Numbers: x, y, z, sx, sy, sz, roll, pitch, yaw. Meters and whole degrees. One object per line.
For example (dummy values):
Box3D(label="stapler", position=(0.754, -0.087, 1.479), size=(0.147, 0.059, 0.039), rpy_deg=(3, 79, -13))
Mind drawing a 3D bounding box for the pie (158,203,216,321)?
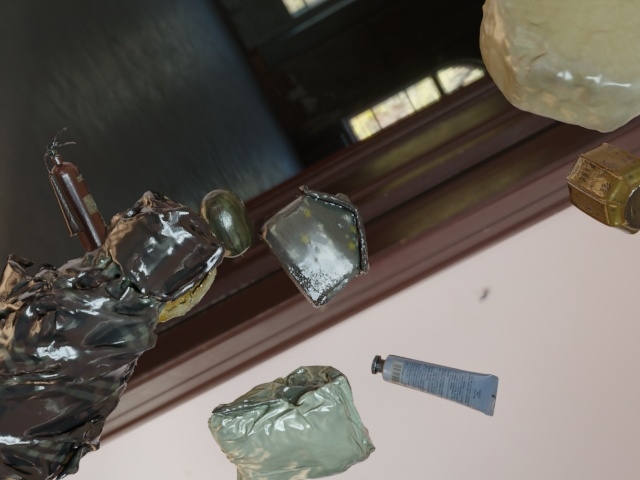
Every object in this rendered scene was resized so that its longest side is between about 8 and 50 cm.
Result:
Box3D(label="pie", position=(-0.333, 0.050, 1.870), size=(0.055, 0.274, 0.274), rpy_deg=(7, -41, 46))

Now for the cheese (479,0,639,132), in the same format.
Box3D(label="cheese", position=(0.406, -0.318, 1.334), size=(0.318, 0.326, 0.115), rpy_deg=(59, -21, 23))

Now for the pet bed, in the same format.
Box3D(label="pet bed", position=(0.000, 0.000, 1.478), size=(0.183, 0.159, 0.211), rpy_deg=(51, -4, 2))

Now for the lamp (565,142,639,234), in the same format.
Box3D(label="lamp", position=(0.596, -0.105, 1.756), size=(0.161, 0.161, 0.185), rpy_deg=(57, -6, -34))

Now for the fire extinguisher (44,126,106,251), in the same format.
Box3D(label="fire extinguisher", position=(-0.200, -0.034, 0.694), size=(0.046, 0.032, 0.100), rpy_deg=(-48, 120, -54))

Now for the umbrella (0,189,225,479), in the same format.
Box3D(label="umbrella", position=(-0.201, 0.095, 0.503), size=(0.154, 0.337, 0.128), rpy_deg=(32, 6, -10))

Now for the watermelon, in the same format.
Box3D(label="watermelon", position=(-0.142, -0.023, 1.312), size=(0.078, 0.078, 0.111), rpy_deg=(-90, 162, -75))

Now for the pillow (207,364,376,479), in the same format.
Box3D(label="pillow", position=(-0.057, 0.363, 1.641), size=(0.310, 0.283, 0.138), rpy_deg=(71, 1, -49))

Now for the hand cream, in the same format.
Box3D(label="hand cream", position=(0.239, 0.296, 1.841), size=(0.058, 0.271, 0.091), rpy_deg=(-22, 121, -64))
